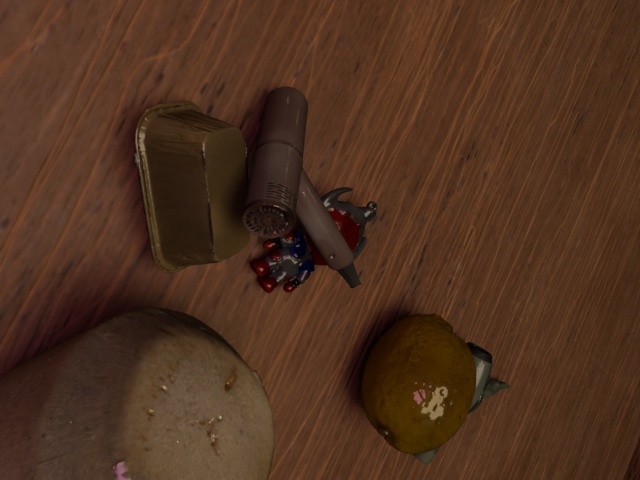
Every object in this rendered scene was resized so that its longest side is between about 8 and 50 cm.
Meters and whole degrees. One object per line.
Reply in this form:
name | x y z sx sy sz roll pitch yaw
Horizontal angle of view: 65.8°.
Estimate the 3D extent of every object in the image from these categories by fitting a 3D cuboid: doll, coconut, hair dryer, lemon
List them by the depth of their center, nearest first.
coconut | -0.184 0.196 0.454 0.237 0.266 0.237 43 33 -37
hair dryer | -0.001 -0.043 0.582 0.220 0.054 0.195 47 34 -40
doll | 0.000 0.001 0.653 0.195 0.062 0.104 -33 102 -18
lemon | 0.151 0.214 0.758 0.207 0.170 0.170 -55 128 -21
hair dryer | 0.268 0.330 0.946 0.229 0.092 0.267 -51 136 -7

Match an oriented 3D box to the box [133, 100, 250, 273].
box | -0.134 -0.052 0.514 0.111 0.111 0.177 -17 115 -34
